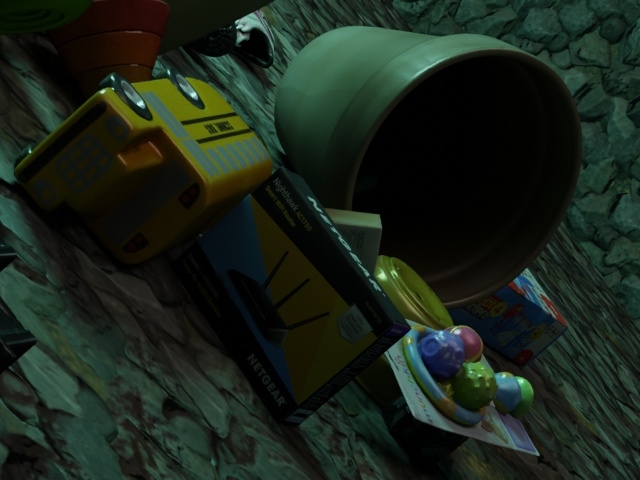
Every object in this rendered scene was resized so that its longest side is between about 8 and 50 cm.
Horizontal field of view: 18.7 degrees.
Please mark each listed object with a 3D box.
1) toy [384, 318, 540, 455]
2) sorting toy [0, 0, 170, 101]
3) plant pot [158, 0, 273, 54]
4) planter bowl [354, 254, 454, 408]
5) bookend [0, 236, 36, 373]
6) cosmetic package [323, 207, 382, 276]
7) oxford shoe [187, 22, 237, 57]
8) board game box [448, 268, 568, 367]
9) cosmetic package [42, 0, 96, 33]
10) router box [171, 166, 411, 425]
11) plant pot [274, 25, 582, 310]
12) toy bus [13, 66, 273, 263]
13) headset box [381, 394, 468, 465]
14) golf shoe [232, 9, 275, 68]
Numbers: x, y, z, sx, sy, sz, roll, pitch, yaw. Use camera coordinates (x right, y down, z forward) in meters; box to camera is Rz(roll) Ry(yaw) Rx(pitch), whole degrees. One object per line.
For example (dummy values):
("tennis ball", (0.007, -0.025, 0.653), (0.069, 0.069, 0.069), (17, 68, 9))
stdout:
("toy", (0.140, 0.124, 1.872), (0.237, 0.056, 0.137), (27, 30, -54))
("sorting toy", (-0.240, -0.159, 1.697), (0.365, 0.127, 0.126), (9, 71, -67))
("plant pot", (-0.135, -0.317, 2.021), (0.256, 0.274, 0.256), (48, 6, -7))
("planter bowl", (0.073, 0.082, 1.993), (0.217, 0.090, 0.217), (46, 14, -14))
("bookend", (-0.226, 0.027, 1.180), (0.157, 0.072, 0.156), (51, 12, 10))
("cosmetic package", (0.000, 0.000, 1.925), (0.115, 0.060, 0.041), (8, 22, -5))
("oxford shoe", (-0.169, -0.312, 2.365), (0.227, 0.083, 0.096), (53, 9, 15))
("board game box", (0.157, -0.010, 2.559), (0.302, 0.086, 0.308), (32, 20, -53))
("cosmetic package", (-0.282, -0.268, 1.846), (0.117, 0.085, 0.231), (52, 12, 16))
("router box", (-0.026, 0.047, 1.658), (0.179, 0.133, 0.046), (54, 13, 23))
("plant pot", (0.096, -0.118, 2.269), (0.323, 0.323, 0.280), (38, 1, -40))
("toy bus", (-0.143, -0.064, 1.656), (0.130, 0.108, 0.333), (51, 12, 1))
("headset box", (0.111, 0.177, 1.898), (0.083, 0.062, 0.032), (38, 17, -36))
("golf shoe", (-0.118, -0.294, 2.512), (0.186, 0.067, 0.086), (38, 18, -41))
